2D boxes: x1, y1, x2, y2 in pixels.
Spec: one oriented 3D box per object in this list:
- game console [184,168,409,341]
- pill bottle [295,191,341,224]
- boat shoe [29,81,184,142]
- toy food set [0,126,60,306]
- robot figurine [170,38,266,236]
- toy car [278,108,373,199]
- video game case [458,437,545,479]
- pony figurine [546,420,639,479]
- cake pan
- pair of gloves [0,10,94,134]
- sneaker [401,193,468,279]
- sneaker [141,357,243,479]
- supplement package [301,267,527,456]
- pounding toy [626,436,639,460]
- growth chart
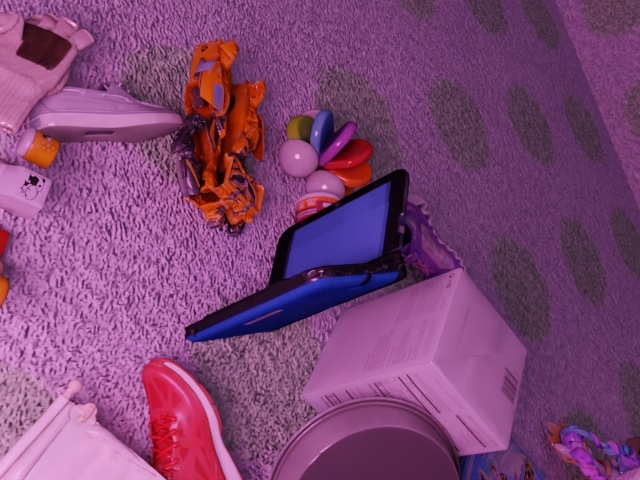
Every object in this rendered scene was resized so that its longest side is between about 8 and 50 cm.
[{"bbox_3d":[-0.033,0.019,0.960,0.250,0.293,0.173,-1,70,-46],"label":"game console"},{"bbox_3d":[0.000,0.000,1.162,0.086,0.086,0.152,20,57,-39],"label":"pill bottle"},{"bbox_3d":[-0.296,-0.186,0.949,0.227,0.079,0.081,-9,82,-45],"label":"boat shoe"},{"bbox_3d":[-0.385,-0.036,0.755,0.104,0.111,0.232,29,54,-34],"label":"toy food set"},{"bbox_3d":[-0.146,-0.154,1.040,0.211,0.085,0.291,47,36,-57],"label":"robot figurine"},{"bbox_3d":[0.023,-0.162,1.228,0.182,0.136,0.159,48,44,-19],"label":"toy car"},{"bbox_3d":[0.324,0.492,1.278,0.244,0.061,0.270,48,43,-20],"label":"video game case"},{"bbox_3d":[0.654,0.578,1.463,0.363,0.303,0.351,42,13,-20],"label":"pony figurine"},{"bbox_3d":[0.070,0.365,0.939,0.293,0.054,0.293,-3,101,-14],"label":"cake pan"},{"bbox_3d":[-0.429,-0.259,0.834,0.240,0.042,0.204,32,50,-10],"label":"pair of gloves"},{"bbox_3d":[0.205,0.027,1.369,0.104,0.095,0.236,-32,90,-42],"label":"sneaker"},{"bbox_3d":[-0.186,0.265,0.837,0.128,0.087,0.221,-33,94,-50],"label":"sneaker"},{"bbox_3d":[0.152,0.211,1.081,0.198,0.262,0.199,49,43,-18],"label":"supplement package"},{"bbox_3d":[0.868,0.644,1.748,0.181,0.094,0.206,-31,94,-49],"label":"pounding toy"},{"bbox_3d":[-0.255,0.297,0.750,0.237,0.021,0.172,48,60,-7],"label":"growth chart"}]
